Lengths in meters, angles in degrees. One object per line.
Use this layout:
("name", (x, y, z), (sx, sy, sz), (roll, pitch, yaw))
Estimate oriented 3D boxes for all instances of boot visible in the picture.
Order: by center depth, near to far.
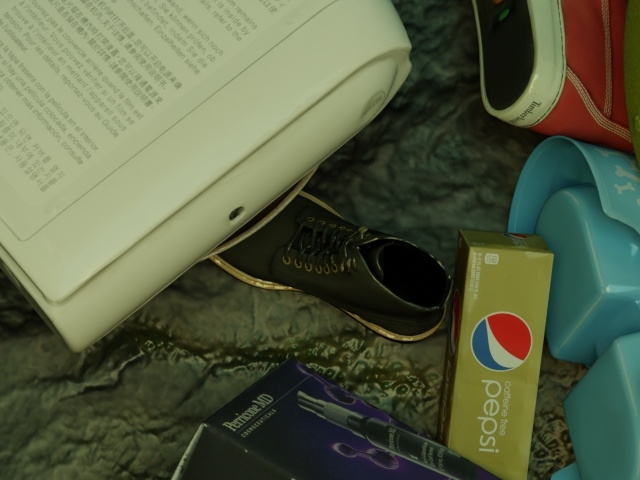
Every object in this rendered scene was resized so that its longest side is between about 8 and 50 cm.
("boot", (0.000, 0.000, 1.279), (0.198, 0.137, 0.077), (21, 80, 0))
("boot", (0.198, -0.168, 1.360), (0.176, 0.088, 0.244), (17, 59, -29))

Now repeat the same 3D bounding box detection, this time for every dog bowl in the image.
("dog bowl", (0.201, 0.071, 1.255), (0.074, 0.166, 0.297), (0, 60, -17))

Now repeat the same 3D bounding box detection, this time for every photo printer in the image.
("photo printer", (-0.115, -0.114, 1.219), (0.307, 0.107, 0.256), (-40, 70, -12))

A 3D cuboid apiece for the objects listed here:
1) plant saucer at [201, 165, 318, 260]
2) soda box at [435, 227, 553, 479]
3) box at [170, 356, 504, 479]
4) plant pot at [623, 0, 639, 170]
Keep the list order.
("plant saucer", (-0.132, -0.112, 1.302), (0.310, 0.050, 0.311), (-2, 69, 5))
("soda box", (0.115, 0.087, 1.282), (0.058, 0.061, 0.181), (4, 102, -4))
("box", (0.017, 0.185, 1.212), (0.207, 0.153, 0.108), (29, 111, 11))
("plant pot", (0.392, -0.110, 1.180), (0.353, 0.366, 0.366), (-7, 81, -17))
